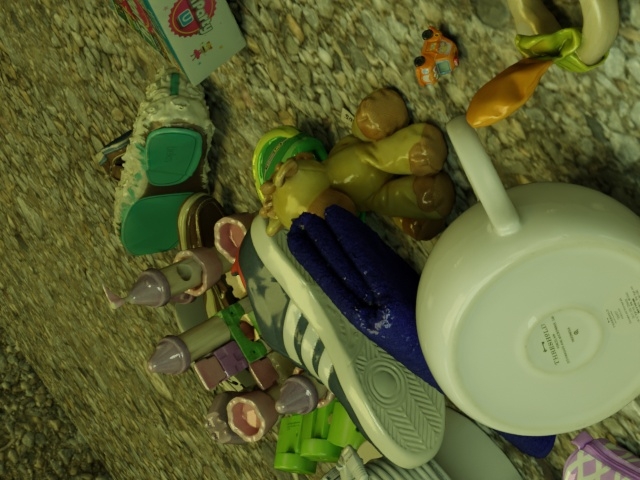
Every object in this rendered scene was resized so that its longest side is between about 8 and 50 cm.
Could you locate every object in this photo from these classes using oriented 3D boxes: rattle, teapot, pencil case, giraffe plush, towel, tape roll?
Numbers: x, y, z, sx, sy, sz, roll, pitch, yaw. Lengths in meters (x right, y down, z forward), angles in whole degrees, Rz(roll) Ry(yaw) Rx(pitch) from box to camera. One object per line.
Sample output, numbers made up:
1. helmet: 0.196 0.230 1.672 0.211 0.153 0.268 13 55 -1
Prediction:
1. rattle: 0.162 -0.215 1.069 0.199 0.143 0.130 78 169 -45
2. teapot: 0.193 0.038 1.202 0.187 0.253 0.256 -108 35 -57
3. pencil case: 0.335 0.269 1.311 0.206 0.086 0.088 22 143 54
4. giraffe plush: 0.023 -0.063 1.446 0.210 0.170 0.181 32 144 46
5. towel: 0.115 0.090 1.367 0.308 0.076 0.227 37 -175 -37
6. tape roll: 0.169 0.358 1.707 0.286 0.100 0.286 43 151 32

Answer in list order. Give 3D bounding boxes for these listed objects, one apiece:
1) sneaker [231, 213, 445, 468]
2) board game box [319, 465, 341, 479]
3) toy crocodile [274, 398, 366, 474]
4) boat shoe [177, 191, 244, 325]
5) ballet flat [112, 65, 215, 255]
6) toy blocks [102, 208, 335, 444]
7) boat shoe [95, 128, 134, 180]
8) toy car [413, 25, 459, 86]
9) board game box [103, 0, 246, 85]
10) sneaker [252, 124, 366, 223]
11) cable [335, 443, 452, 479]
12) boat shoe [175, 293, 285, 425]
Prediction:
1. sneaker: 0.014 0.126 1.551 0.350 0.131 0.148 59 139 13
2. board game box: 0.016 0.404 1.828 0.194 0.060 0.194 49 144 22
3. toy crocodile: 0.007 0.286 1.947 0.340 0.105 0.115 140 141 -66
4. boat shoe: -0.136 0.039 1.974 0.095 0.095 0.257 18 139 37
5. ballet flat: -0.230 -0.121 1.955 0.147 0.147 0.409 54 152 14
6. toy blocks: -0.144 0.147 1.773 0.309 0.260 0.288 -31 88 43
7. boat shoe: -0.323 -0.137 2.159 0.066 0.066 0.183 58 166 -6
8. toy car: 0.113 -0.206 1.265 0.041 0.060 0.122 10 141 19
9. board game box: -0.241 -0.367 1.648 0.303 0.097 0.224 44 168 32
10. sneaker: 0.000 0.000 1.631 0.123 0.109 0.295 13 128 61
11. cable: 0.127 0.372 1.557 0.257 0.089 0.257 46 157 41
12. boat shoe: -0.146 0.196 2.148 0.267 0.096 0.088 41 146 19
